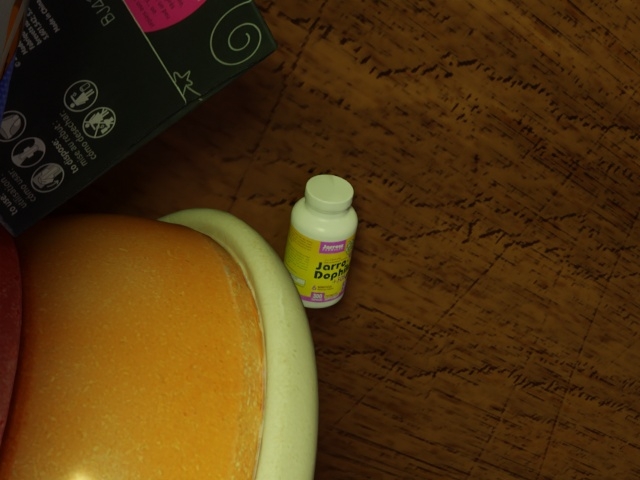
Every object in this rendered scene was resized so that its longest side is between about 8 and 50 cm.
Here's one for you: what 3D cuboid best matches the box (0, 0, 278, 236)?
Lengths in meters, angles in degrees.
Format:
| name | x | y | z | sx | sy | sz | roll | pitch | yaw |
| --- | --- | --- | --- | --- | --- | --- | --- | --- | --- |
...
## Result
| name | x | y | z | sx | sy | sz | roll | pitch | yaw |
| --- | --- | --- | --- | --- | --- | --- | --- | --- | --- |
| box | -0.157 | -0.153 | 0.742 | 0.163 | 0.142 | 0.247 | -36 | 138 | -5 |

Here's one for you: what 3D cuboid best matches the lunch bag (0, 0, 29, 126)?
| name | x | y | z | sx | sy | sz | roll | pitch | yaw |
| --- | --- | --- | --- | --- | --- | --- | --- | --- | --- |
| lunch bag | -0.246 | -0.082 | 0.480 | 0.328 | 0.239 | 0.385 | 12 | 92 | -7 |

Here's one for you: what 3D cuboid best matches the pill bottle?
| name | x | y | z | sx | sy | sz | roll | pitch | yaw |
| --- | --- | --- | --- | --- | --- | --- | --- | --- | --- |
| pill bottle | 0.000 | 0.000 | 1.076 | 0.043 | 0.043 | 0.083 | -14 | 133 | -28 |

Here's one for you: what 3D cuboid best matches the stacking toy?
| name | x | y | z | sx | sy | sz | roll | pitch | yaw |
| --- | --- | --- | --- | --- | --- | --- | --- | --- | --- |
| stacking toy | -0.271 | 0.077 | 0.795 | 0.480 | 0.350 | 0.350 | 24 | 109 | -29 |
